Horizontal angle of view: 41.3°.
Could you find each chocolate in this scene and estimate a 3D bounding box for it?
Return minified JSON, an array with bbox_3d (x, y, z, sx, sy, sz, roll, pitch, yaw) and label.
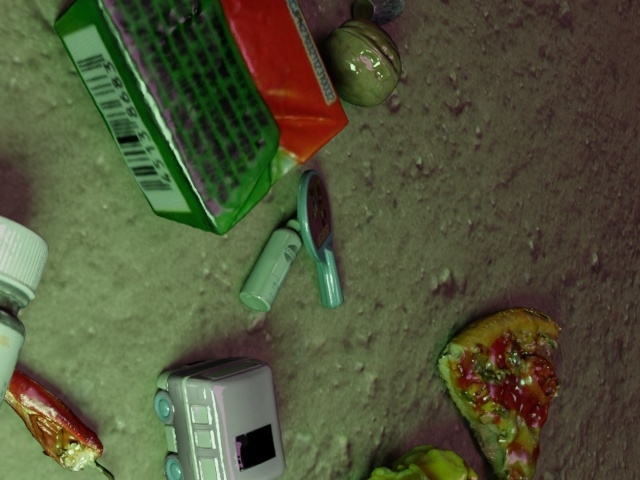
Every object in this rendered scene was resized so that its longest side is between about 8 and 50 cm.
[{"bbox_3d":[-0.160,-0.237,1.220,0.341,0.161,0.360,-43,118,-41],"label":"chocolate"}]

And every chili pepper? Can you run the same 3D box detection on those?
[{"bbox_3d":[-0.339,0.227,1.067,0.268,0.059,0.050,53,13,-26],"label":"chili pepper"}]

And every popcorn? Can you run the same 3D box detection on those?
[{"bbox_3d":[0.176,0.493,1.469,0.270,0.224,0.258,-23,87,-37],"label":"popcorn"}]

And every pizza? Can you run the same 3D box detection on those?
[{"bbox_3d":[0.425,0.347,1.815,0.440,0.130,0.406,-6,88,-47],"label":"pizza"}]

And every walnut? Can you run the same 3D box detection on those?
[{"bbox_3d":[0.073,-0.311,1.499,0.162,0.140,0.140,43,56,-24],"label":"walnut"}]

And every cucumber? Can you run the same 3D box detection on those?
[{"bbox_3d":[0.109,-0.438,1.606,0.112,0.064,0.064,-32,109,-41],"label":"cucumber"}]

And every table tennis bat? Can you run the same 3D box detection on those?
[{"bbox_3d":[0.000,0.000,1.438,0.153,0.040,0.244,-50,131,-67],"label":"table tennis bat"}]

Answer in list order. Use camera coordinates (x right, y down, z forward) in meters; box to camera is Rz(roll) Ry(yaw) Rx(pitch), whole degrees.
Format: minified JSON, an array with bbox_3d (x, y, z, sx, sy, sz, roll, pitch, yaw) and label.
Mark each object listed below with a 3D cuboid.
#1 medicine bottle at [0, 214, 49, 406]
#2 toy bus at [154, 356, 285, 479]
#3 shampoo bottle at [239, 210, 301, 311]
[{"bbox_3d":[-0.408,0.108,0.917,0.165,0.165,0.273,33,62,-40],"label":"medicine bottle"},{"bbox_3d":[-0.139,0.274,1.203,0.142,0.142,0.202,-11,94,-47],"label":"toy bus"},{"bbox_3d":[-0.067,0.022,1.371,0.056,0.056,0.195,47,55,-33],"label":"shampoo bottle"}]
